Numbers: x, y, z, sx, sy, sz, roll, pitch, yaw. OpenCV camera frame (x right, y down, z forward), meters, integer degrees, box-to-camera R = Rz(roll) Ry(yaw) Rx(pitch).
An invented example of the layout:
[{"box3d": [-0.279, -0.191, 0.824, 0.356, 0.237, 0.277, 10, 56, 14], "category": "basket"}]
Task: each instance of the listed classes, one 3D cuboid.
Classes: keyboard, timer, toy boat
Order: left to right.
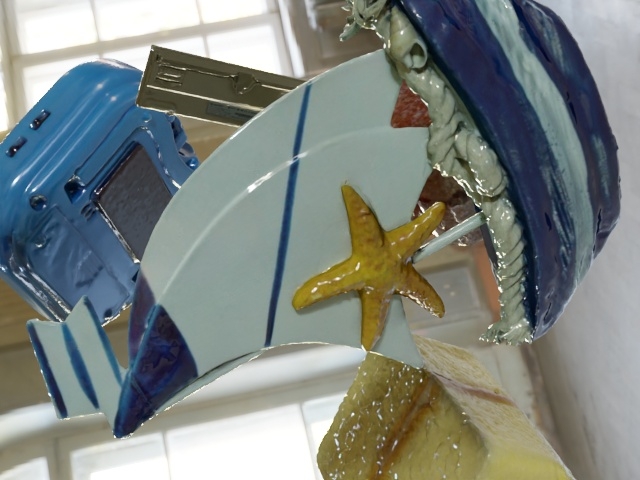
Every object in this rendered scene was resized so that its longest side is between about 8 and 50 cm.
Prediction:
[{"box3d": [-0.287, -0.051, 1.180, 0.309, 0.115, 0.340, -56, -24, -20], "category": "timer"}, {"box3d": [-0.058, -0.099, 0.622, 0.015, 0.129, 0.049, -101, 28, -42], "category": "keyboard"}, {"box3d": [0.000, 0.000, 0.436, 0.220, 0.291, 0.067, 65, 176, -26], "category": "toy boat"}]

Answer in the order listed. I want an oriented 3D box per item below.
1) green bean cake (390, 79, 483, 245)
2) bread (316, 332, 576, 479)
[{"box3d": [0.085, -0.069, 0.573, 0.135, 0.135, 0.056, 30, 160, 47], "category": "green bean cake"}, {"box3d": [0.133, 0.270, 1.055, 0.236, 0.198, 0.263, -58, 33, 14], "category": "bread"}]
